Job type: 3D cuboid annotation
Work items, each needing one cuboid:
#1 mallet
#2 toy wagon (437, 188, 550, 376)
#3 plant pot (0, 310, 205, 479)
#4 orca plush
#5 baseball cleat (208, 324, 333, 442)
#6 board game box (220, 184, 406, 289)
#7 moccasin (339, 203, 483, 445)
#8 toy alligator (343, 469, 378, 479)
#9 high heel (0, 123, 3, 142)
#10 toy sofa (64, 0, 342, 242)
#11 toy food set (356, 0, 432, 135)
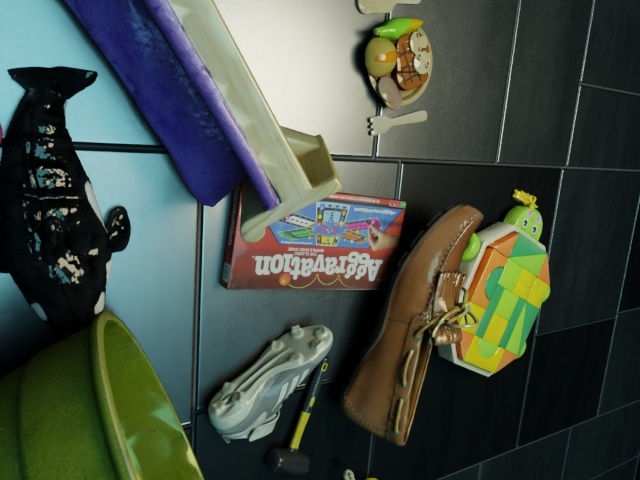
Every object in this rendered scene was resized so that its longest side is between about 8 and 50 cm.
[{"bbox_3d":[-0.032,0.267,0.823,0.062,0.039,0.189,14,89,-33],"label":"mallet"},{"bbox_3d":[0.328,0.071,0.985,0.267,0.068,0.344,27,87,-35],"label":"toy wagon"},{"bbox_3d":[-0.295,0.303,0.494,0.353,0.366,0.366,-23,114,-14],"label":"plant pot"},{"bbox_3d":[-0.257,-0.031,0.553,0.151,0.102,0.287,8,97,-35],"label":"orca plush"},{"bbox_3d":[-0.063,0.205,0.773,0.206,0.072,0.109,-31,131,-18],"label":"baseball cleat"},{"bbox_3d":[0.000,0.000,0.777,0.282,0.027,0.144,3,102,-34],"label":"board game box"},{"bbox_3d":[0.163,0.127,0.824,0.379,0.147,0.139,-64,155,-3],"label":"moccasin"},{"bbox_3d":[0.076,0.442,0.928,0.051,0.056,0.189,-29,125,22],"label":"toy alligator"},{"bbox_3d":[-0.430,-0.022,0.393,0.377,0.181,0.127,-30,117,-24],"label":"high heel"},{"bbox_3d":[-0.135,-0.177,0.529,0.177,0.150,0.362,-26,119,6],"label":"toy sofa"},{"bbox_3d":[0.118,-0.257,0.781,0.133,0.039,0.191,-19,112,-28],"label":"toy food set"}]
